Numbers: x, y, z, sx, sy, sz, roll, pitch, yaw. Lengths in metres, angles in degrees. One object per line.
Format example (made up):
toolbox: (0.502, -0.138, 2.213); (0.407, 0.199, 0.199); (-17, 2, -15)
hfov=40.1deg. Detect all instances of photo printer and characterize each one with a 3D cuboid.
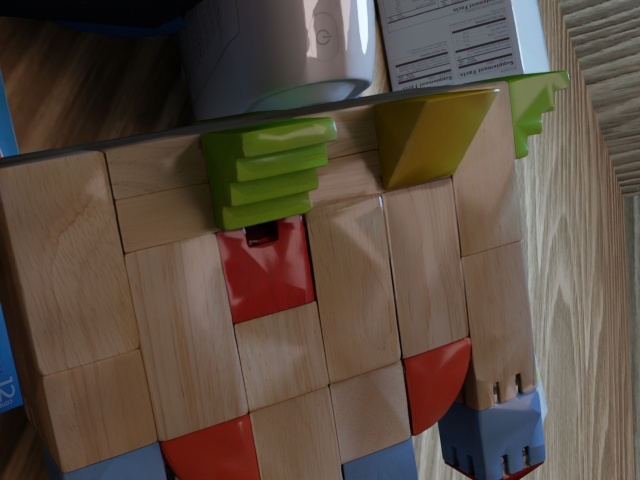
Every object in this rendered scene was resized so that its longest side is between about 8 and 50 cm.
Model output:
photo printer: (-0.049, -0.208, 0.687); (0.307, 0.107, 0.256); (166, -87, -75)

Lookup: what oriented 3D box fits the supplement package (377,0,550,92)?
supplement package: (0.212, -0.341, 1.319); (0.199, 0.198, 0.262); (-7, 87, -64)

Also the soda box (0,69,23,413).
soda box: (-0.215, -0.004, 0.511); (0.067, 0.071, 0.210); (-16, 95, -63)

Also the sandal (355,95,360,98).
sandal: (0.000, 0.000, 0.853); (0.138, 0.126, 0.317); (25, 66, -37)

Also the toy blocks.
toy blocks: (-0.020, 0.059, 0.505); (0.381, 0.191, 0.260); (-14, 102, -27)

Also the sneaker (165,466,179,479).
sneaker: (-0.118, 0.141, 0.601); (0.178, 0.124, 0.295); (27, 80, -26)

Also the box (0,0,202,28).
box: (-0.180, -0.335, 0.435); (0.293, 0.212, 0.395); (-12, 85, -50)

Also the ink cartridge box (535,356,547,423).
ink cartridge box: (0.309, 0.198, 1.436); (0.255, 0.097, 0.188); (-34, 111, -60)

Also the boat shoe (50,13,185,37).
boat shoe: (-0.182, -0.214, 0.610); (0.258, 0.109, 0.089); (15, 70, -63)
